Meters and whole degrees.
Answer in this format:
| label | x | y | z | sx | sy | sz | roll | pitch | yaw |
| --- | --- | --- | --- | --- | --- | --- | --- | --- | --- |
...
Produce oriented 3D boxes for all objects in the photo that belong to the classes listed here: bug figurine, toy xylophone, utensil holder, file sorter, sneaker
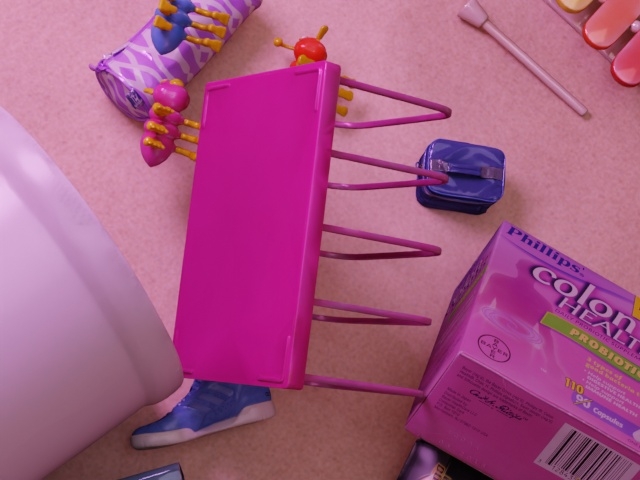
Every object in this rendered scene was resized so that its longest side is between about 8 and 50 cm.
| label | x | y | z | sx | sy | sz | roll | pitch | yaw |
| --- | --- | --- | --- | --- | --- | --- | --- | --- | --- |
| bug figurine | -0.095 | -0.156 | 1.578 | 0.279 | 0.072 | 0.216 | 24 | 83 | -44 |
| toy xylophone | 0.304 | -0.283 | 1.735 | 0.323 | 0.081 | 0.236 | 35 | 71 | 0 |
| utensil holder | -0.371 | 0.109 | 1.363 | 0.385 | 0.327 | 0.327 | -35 | 84 | -15 |
| file sorter | 0.000 | 0.000 | 1.465 | 0.182 | 0.202 | 0.290 | 11 | 82 | -35 |
| sneaker | -0.125 | 0.155 | 1.533 | 0.152 | 0.058 | 0.084 | -14 | 83 | -19 |

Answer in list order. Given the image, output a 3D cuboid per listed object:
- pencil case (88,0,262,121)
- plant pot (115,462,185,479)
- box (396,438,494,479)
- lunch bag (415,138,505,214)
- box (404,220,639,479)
| label | x | y | z | sx | sy | sz | roll | pitch | yaw |
| --- | --- | --- | --- | --- | --- | --- | --- | --- | --- |
| pencil case | -0.152 | -0.217 | 1.617 | 0.206 | 0.086 | 0.088 | -49 | 113 | -20 |
| plant pot | -0.225 | 0.318 | 1.417 | 0.234 | 0.165 | 0.165 | -12 | 77 | -7 |
| box | 0.130 | 0.326 | 1.509 | 0.175 | 0.051 | 0.220 | 21 | 69 | 22 |
| lunch bag | 0.148 | -0.071 | 1.651 | 0.098 | 0.065 | 0.067 | 7 | 73 | -10 |
| box | 0.225 | 0.130 | 1.523 | 0.214 | 0.117 | 0.243 | 30 | 35 | -2 |
